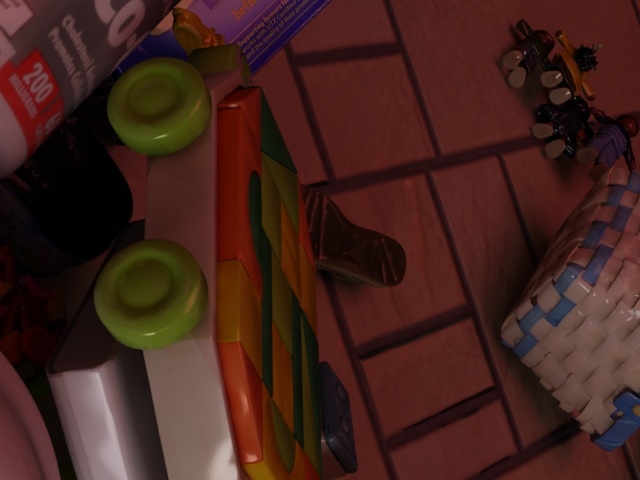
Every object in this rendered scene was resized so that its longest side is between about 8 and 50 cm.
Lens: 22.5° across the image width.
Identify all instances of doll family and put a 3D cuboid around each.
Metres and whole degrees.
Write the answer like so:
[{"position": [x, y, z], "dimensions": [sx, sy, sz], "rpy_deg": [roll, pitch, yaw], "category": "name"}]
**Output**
[{"position": [0.263, -0.144, 1.645], "dimensions": [0.111, 0.076, 0.193], "rpy_deg": [-43, 113, -55], "category": "doll family"}]

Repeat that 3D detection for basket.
[{"position": [0.333, 0.086, 1.490], "dimensions": [0.289, 0.201, 0.255], "rpy_deg": [33, 43, 5], "category": "basket"}]

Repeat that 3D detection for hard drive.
[{"position": [-0.086, 0.165, 0.971], "dimensions": [0.203, 0.040, 0.307], "rpy_deg": [-75, 155, -65], "category": "hard drive"}]

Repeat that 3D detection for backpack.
[{"position": [-0.183, -0.035, 1.037], "dimensions": [0.114, 0.084, 0.105], "rpy_deg": [54, 41, -12], "category": "backpack"}]

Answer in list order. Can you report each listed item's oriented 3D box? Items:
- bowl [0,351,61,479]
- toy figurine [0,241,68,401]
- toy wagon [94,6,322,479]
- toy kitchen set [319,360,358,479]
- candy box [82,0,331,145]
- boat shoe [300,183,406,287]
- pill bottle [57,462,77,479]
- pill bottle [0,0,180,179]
[{"position": [-0.243, 0.158, 0.725], "dimensions": [0.298, 0.134, 0.297], "rpy_deg": [-3, 98, -25], "category": "bowl"}, {"position": [-0.217, 0.030, 0.957], "dimensions": [0.159, 0.130, 0.173], "rpy_deg": [55, 31, -3], "category": "toy figurine"}, {"position": [-0.055, 0.004, 0.953], "dimensions": [0.267, 0.068, 0.344], "rpy_deg": [67, 18, -57], "category": "toy wagon"}, {"position": [0.047, 0.211, 1.171], "dimensions": [0.166, 0.122, 0.207], "rpy_deg": [-97, 163, -52], "category": "toy kitchen set"}, {"position": [-0.127, -0.268, 1.110], "dimensions": [0.268, 0.122, 0.317], "rpy_deg": [-46, 113, -22], "category": "candy box"}, {"position": [0.001, -0.002, 1.288], "dimensions": [0.153, 0.048, 0.056], "rpy_deg": [24, 68, -35], "category": "boat shoe"}, {"position": [-0.159, 0.169, 0.991], "dimensions": [0.116, 0.065, 0.065], "rpy_deg": [10, 66, -48], "category": "pill bottle"}, {"position": [-0.149, -0.185, 0.935], "dimensions": [0.283, 0.161, 0.161], "rpy_deg": [-50, 115, -21], "category": "pill bottle"}]
